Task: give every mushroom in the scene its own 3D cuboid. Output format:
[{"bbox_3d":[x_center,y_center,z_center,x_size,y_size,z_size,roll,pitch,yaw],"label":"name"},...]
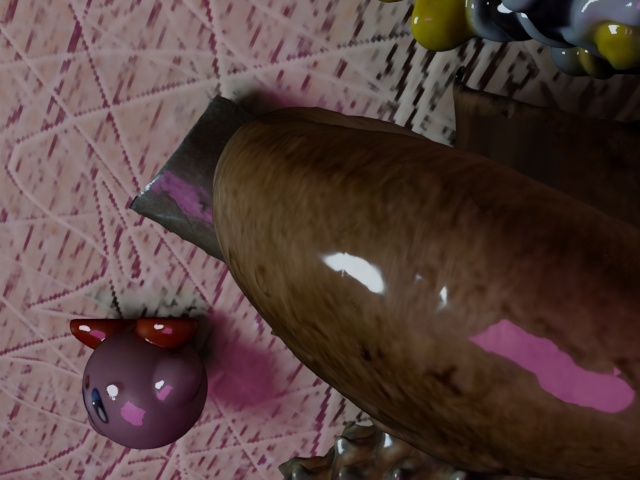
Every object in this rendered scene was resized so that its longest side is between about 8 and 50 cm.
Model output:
[{"bbox_3d":[0.090,0.021,0.717,0.278,0.146,0.278,19,-179,0],"label":"mushroom"}]

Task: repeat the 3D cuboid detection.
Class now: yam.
[{"bbox_3d":[0.000,0.000,0.867,0.169,0.068,0.068,32,142,-10],"label":"yam"}]

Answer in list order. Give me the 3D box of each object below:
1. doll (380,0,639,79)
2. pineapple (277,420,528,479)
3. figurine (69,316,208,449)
[{"bbox_3d":[0.167,-0.083,0.643,0.316,0.103,0.145,11,143,30],"label":"doll"},{"bbox_3d":[0.126,0.127,0.876,0.361,0.175,0.175,-25,119,31],"label":"pineapple"},{"bbox_3d":[-0.093,0.077,1.008,0.067,0.071,0.083,4,173,-43],"label":"figurine"}]
